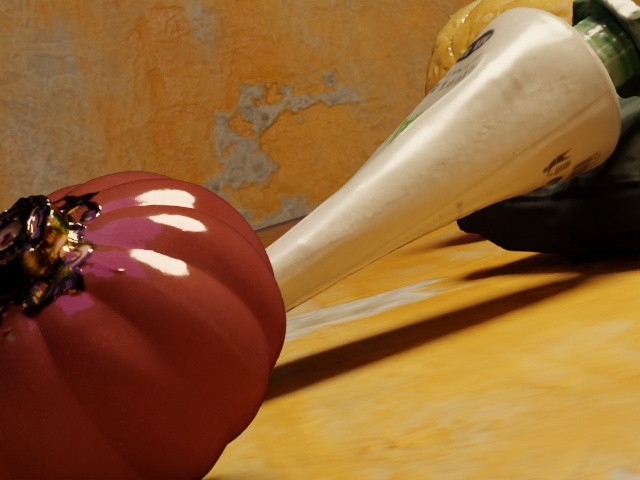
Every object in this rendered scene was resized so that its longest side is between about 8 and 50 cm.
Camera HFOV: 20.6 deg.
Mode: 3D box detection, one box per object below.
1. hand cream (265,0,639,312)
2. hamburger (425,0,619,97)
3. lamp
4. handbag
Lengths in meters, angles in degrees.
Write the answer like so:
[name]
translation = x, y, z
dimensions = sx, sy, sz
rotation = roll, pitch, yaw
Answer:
[hand cream]
translation = 0.000, 0.000, 0.706
dimensions = 0.336, 0.076, 0.121
rotation = -33, 3, -18
[hamburger]
translation = 0.160, -0.086, 1.105
dimensions = 0.135, 0.155, 0.207
rotation = -22, 12, -25
[lamp]
translation = -0.061, 0.030, 0.491
dimensions = 0.107, 0.092, 0.107
rotation = -24, 35, 18
[handbag]
translation = 0.196, -0.043, 0.796
dimensions = 0.191, 0.075, 0.332
rotation = -21, 7, -19
